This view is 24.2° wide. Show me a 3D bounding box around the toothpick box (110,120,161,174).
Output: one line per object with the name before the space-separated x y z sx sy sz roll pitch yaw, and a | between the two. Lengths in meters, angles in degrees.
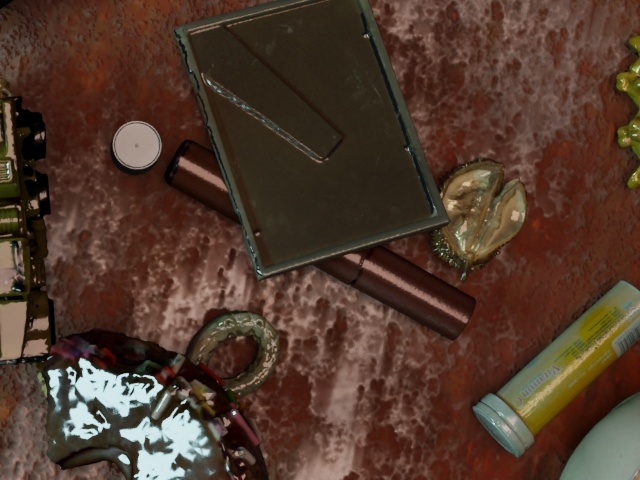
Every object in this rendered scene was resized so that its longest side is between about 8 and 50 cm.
toothpick box | -0.190 -0.095 1.539 0.052 0.083 0.052 0 89 -9

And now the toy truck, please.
toy truck | -0.315 -0.006 1.407 0.127 0.127 0.257 -4 95 -13

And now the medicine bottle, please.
medicine bottle | 0.268 0.137 1.617 0.218 0.074 0.074 -40 95 -10

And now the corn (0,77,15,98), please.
corn | -0.377 -0.014 1.503 0.097 0.097 0.319 21 87 -8

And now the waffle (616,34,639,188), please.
waffle | 0.453 -0.144 1.654 0.260 0.069 0.293 5 87 -10

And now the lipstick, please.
lipstick | 0.000 0.000 1.583 0.357 0.057 0.057 30 84 -7

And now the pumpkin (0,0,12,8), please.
pumpkin | -0.394 -0.379 1.424 0.363 0.266 0.363 1 84 -12

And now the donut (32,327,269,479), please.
donut | -0.166 0.259 1.472 0.259 0.136 0.345 1 90 19

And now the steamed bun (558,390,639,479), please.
steamed bun | 0.399 0.301 1.563 0.324 0.206 0.324 1 86 -10

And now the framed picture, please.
framed picture | -0.010 -0.121 1.561 0.213 0.016 0.289 -17 76 -11

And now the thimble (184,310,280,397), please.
thimble | -0.095 0.122 1.561 0.110 0.062 0.084 -30 93 -9

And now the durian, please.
durian | 0.159 -0.017 1.601 0.110 0.071 0.140 21 72 -13
